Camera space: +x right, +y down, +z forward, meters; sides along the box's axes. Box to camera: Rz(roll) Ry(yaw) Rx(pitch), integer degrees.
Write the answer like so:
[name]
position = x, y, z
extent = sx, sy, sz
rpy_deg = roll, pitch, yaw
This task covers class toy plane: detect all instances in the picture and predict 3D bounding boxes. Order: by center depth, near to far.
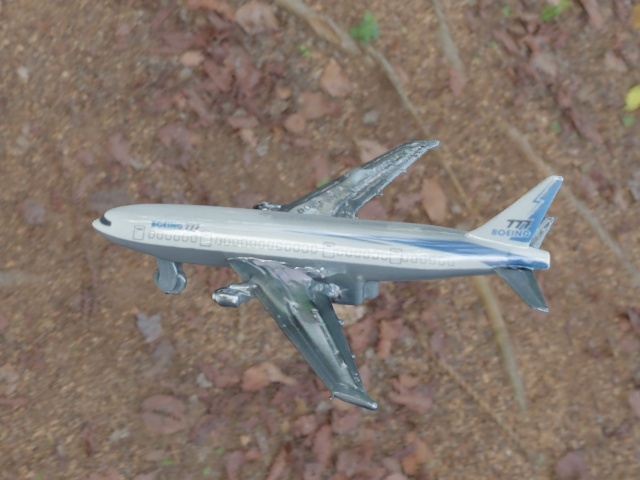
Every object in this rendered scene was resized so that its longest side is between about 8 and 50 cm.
[toy plane]
position = 0.002, 0.003, 0.572
extent = 0.226, 0.226, 0.058
rpy_deg = -70, 152, -56
